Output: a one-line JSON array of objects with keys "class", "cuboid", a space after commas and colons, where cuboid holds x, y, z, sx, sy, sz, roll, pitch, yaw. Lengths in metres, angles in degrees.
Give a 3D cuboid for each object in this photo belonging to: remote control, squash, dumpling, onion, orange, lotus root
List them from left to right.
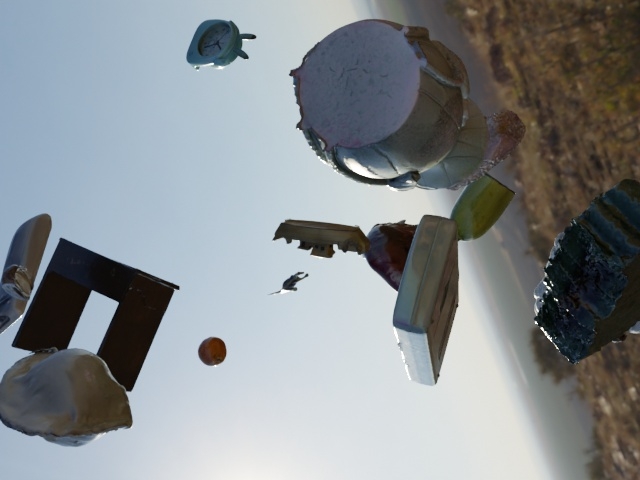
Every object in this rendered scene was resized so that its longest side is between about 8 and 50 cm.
[{"class": "lotus root", "cuboid": [-0.443, 0.058, 1.240, 0.083, 0.030, 0.037, 98, 179, -68]}, {"class": "remote control", "cuboid": [-0.626, 0.061, 1.755, 0.055, 0.109, 0.313, 39, -153, -30]}, {"class": "dumpling", "cuboid": [-0.406, 0.250, 1.312, 0.172, 0.247, 0.142, -19, -57, -47]}, {"class": "orange", "cuboid": [-0.295, 0.303, 2.327, 0.083, 0.083, 0.084, -21, -90, -82]}, {"class": "onion", "cuboid": [0.244, 0.035, 2.121, 0.272, 0.195, 0.272, 30, -153, -17]}, {"class": "remote control", "cuboid": [0.141, 0.088, 1.097, 0.344, 0.050, 0.145, 66, -140, -67]}, {"class": "squash", "cuboid": [0.390, -0.075, 2.117, 0.123, 0.187, 0.123, 33, 180, 0]}]

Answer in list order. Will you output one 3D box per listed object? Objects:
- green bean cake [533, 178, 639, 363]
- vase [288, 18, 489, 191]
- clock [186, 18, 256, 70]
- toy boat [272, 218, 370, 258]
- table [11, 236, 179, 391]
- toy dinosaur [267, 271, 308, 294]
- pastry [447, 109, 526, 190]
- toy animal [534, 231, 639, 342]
[{"class": "green bean cake", "cuboid": [0.330, 0.037, 0.995, 0.107, 0.193, 0.208, 56, -172, 29]}, {"class": "vase", "cuboid": [0.137, -0.199, 1.372, 0.445, 0.250, 0.250, 12, -124, -66]}, {"class": "clock", "cuboid": [-0.204, -0.404, 1.761, 0.045, 0.147, 0.108, 39, -115, -52]}, {"class": "toy boat", "cuboid": [0.000, 0.000, 1.748, 0.064, 0.206, 0.072, -33, -54, -63]}, {"class": "table", "cuboid": [-0.531, 0.180, 2.027, 0.282, 0.250, 0.196, -68, -24, -7]}, {"class": "toy dinosaur", "cuboid": [-0.070, 0.103, 2.083, 0.037, 0.058, 0.180, 65, 145, 19]}, {"class": "pastry", "cuboid": [0.318, -0.185, 1.845, 0.103, 0.265, 0.112, 39, -132, -24]}, {"class": "toy animal", "cuboid": [0.482, 0.074, 1.509, 0.204, 0.208, 0.156, -55, -51, -41]}]
